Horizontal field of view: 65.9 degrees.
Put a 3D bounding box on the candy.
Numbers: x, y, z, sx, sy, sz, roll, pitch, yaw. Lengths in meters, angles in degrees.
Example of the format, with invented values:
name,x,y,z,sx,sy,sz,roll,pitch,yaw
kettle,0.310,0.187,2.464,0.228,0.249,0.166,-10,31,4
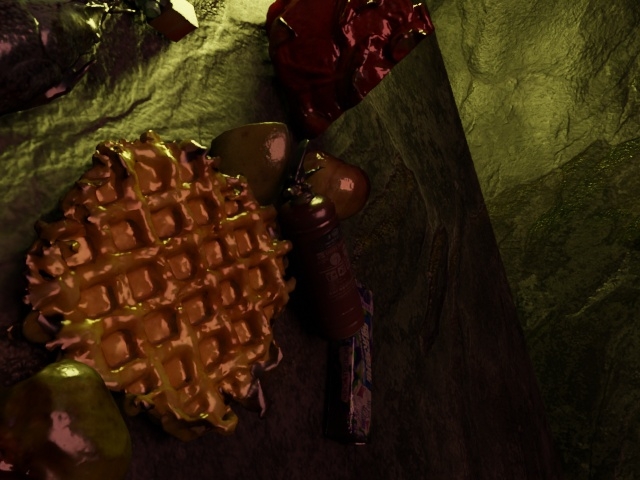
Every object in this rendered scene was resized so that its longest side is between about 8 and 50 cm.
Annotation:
name,x,y,z,sx,sy,sz,roll,pitch,yaw
candy,0.062,0.228,0.959,0.088,0.061,0.312,39,44,-44

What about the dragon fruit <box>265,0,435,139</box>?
name,x,y,z,sx,sy,sz,roll,pitch,yaw
dragon fruit,0.037,-0.409,1.014,0.286,0.329,0.228,56,42,-24

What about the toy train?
name,x,y,z,sx,sy,sz,roll,pitch,yaw
toy train,-0.269,-0.422,0.794,0.118,0.074,0.175,11,60,-65

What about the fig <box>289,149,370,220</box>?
name,x,y,z,sx,sy,sz,roll,pitch,yaw
fig,0.001,-0.073,0.954,0.160,0.143,0.230,30,51,-5

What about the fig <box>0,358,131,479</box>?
name,x,y,z,sx,sy,sz,roll,pitch,yaw
fig,-0.246,0.195,0.449,0.165,0.144,0.154,58,22,-45

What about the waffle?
name,x,y,z,sx,sy,sz,roll,pitch,yaw
waffle,-0.184,0.052,0.657,0.380,0.095,0.382,41,46,-37

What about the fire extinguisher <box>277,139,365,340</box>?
name,x,y,z,sx,sy,sz,roll,pitch,yaw
fire extinguisher,0.000,0.000,0.869,0.138,0.102,0.343,-43,125,-47

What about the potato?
name,x,y,z,sx,sy,sz,roll,pitch,yaw
potato,-0.110,-0.118,0.822,0.081,0.120,0.149,-3,76,-58

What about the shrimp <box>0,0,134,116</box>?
name,x,y,z,sx,sy,sz,roll,pitch,yaw
shrimp,-0.338,-0.223,0.511,0.372,0.137,0.172,-71,148,-42
